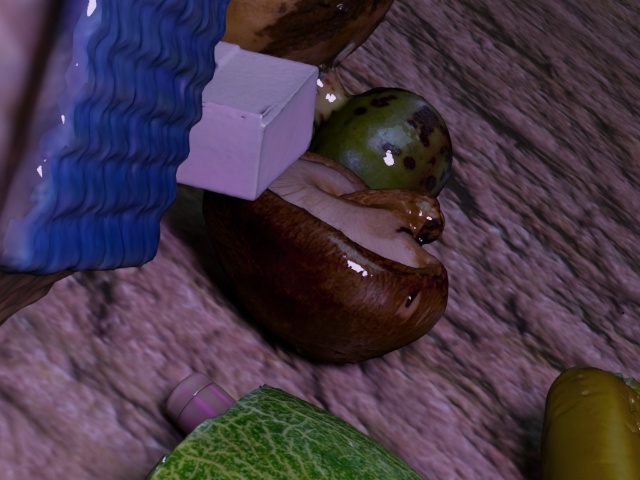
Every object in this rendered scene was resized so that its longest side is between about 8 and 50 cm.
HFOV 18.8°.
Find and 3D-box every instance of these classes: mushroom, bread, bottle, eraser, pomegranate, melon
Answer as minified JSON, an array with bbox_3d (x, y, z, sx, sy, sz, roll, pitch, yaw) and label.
[{"bbox_3d":[-0.004,0.014,1.558,0.194,0.138,0.231,5,24,-19],"label":"mushroom"},{"bbox_3d":[0.239,0.246,1.450,0.166,0.112,0.383,30,27,-15],"label":"bread"},{"bbox_3d":[-0.065,0.137,1.368,0.096,0.045,0.045,40,27,17],"label":"bottle"},{"bbox_3d":[-0.157,-0.113,1.513,0.287,0.086,0.130,15,29,15],"label":"eraser"},{"bbox_3d":[0.037,-0.083,1.739,0.169,0.148,0.148,46,29,22],"label":"pomegranate"},{"bbox_3d":[0.038,0.238,1.232,0.323,0.124,0.196,39,35,13],"label":"melon"},{"bbox_3d":[-0.065,-0.298,1.795,0.322,0.322,0.322,26,28,-15],"label":"pomegranate"}]

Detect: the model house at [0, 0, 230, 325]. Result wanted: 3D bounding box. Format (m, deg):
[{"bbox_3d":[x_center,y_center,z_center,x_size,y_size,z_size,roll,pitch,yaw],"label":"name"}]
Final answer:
[{"bbox_3d":[-0.249,-0.154,1.053,0.445,0.400,0.395,57,9,6],"label":"model house"}]
